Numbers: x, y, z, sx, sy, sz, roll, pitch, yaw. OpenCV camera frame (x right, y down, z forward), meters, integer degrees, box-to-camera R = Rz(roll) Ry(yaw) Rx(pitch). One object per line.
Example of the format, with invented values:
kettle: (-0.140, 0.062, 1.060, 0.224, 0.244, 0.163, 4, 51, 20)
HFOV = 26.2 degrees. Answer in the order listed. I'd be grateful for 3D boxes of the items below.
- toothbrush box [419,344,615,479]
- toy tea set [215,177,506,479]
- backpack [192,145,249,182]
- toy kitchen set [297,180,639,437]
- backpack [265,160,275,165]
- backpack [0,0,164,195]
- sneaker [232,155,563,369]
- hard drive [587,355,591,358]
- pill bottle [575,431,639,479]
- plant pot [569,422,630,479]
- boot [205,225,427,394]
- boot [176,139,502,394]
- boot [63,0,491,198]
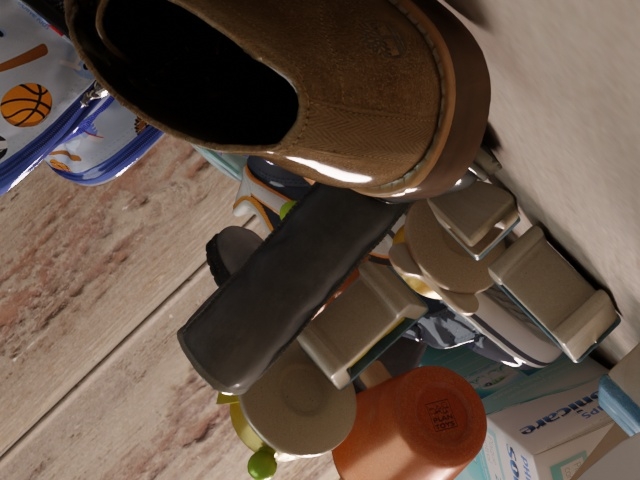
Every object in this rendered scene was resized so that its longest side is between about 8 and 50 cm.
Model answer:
toothbrush box: (0.198, 0.203, 1.298, 0.295, 0.126, 0.216, 37, 147, 60)
toy tea set: (0.028, 0.050, 1.032, 0.200, 0.336, 0.124, 22, 146, -16)
backpack: (-0.081, -0.152, 1.305, 0.188, 0.144, 0.166, 50, -175, -34)
toy kitchen set: (0.113, 0.087, 0.888, 0.207, 0.166, 0.122, 47, -179, 17)
backpack: (-0.016, -0.094, 0.804, 0.084, 0.105, 0.114, 47, -177, 27)
backpack: (-0.184, -0.155, 0.856, 0.213, 0.263, 0.276, 50, 180, -31)
sneaker: (0.061, 0.020, 1.173, 0.321, 0.127, 0.126, 42, -157, 19)
hard drive: (0.311, 0.258, 1.320, 0.353, 0.047, 0.233, 49, 157, 51)
pill bottle: (0.252, 0.237, 0.711, 0.301, 0.169, 0.169, 46, -179, -12)
plant pot: (0.264, 0.191, 1.006, 0.109, 0.109, 0.096, 46, 169, -28)
boot: (0.033, 0.022, 1.372, 0.118, 0.223, 0.338, 31, -171, -44)
boot: (0.002, 0.002, 0.793, 0.076, 0.208, 0.189, 49, -179, -1)
boot: (-0.069, -0.116, 0.589, 0.115, 0.112, 0.305, -2, -150, -44)
